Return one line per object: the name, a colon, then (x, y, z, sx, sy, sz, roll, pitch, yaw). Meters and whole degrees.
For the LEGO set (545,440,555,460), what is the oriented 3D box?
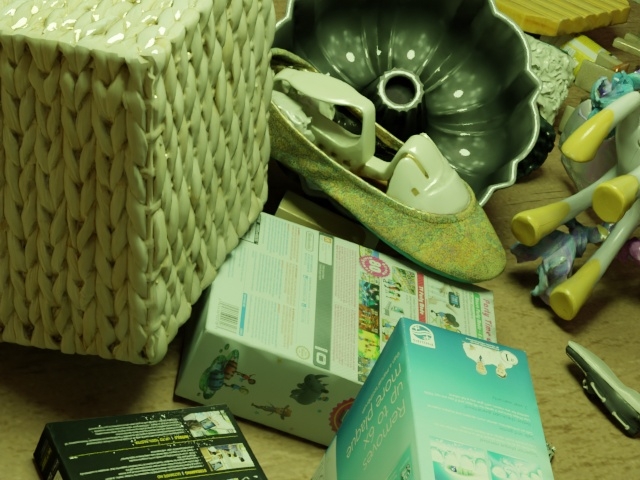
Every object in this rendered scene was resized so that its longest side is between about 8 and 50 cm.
LEGO set: (0.207, 0.207, 1.476, 0.083, 0.023, 0.054, -8, 47, -41)

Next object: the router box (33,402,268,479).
router box: (-0.134, 0.206, 1.224, 0.178, 0.046, 0.133, -2, 43, -35)

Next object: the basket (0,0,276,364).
basket: (-0.210, -0.108, 1.286, 0.266, 0.331, 0.328, 13, 35, 12)

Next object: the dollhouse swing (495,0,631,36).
dollhouse swing: (0.308, -0.501, 2.270, 0.305, 0.315, 0.346, 15, 21, 39)

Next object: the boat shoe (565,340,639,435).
boat shoe: (0.310, 0.161, 1.599, 0.125, 0.038, 0.046, 44, 18, 22)

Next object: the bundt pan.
bundt pan: (0.084, -0.153, 1.690, 0.330, 0.124, 0.331, 2, 74, -6)

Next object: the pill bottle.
pill bottle: (0.392, -0.284, 2.237, 0.116, 0.065, 0.065, 40, 35, 18)

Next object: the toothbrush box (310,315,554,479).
toothbrush box: (0.089, 0.245, 1.171, 0.126, 0.216, 0.296, 16, 36, -15)

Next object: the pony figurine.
pony figurine: (0.380, -0.068, 1.734, 0.303, 0.351, 0.363, 39, 55, 20)

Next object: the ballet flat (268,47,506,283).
ballet flat: (0.055, -0.085, 1.517, 0.348, 0.123, 0.123, 35, 34, 12)

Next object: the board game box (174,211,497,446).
board game box: (0.023, 0.099, 1.433, 0.303, 0.098, 0.224, 19, 34, -10)

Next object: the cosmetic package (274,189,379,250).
cosmetic package: (0.000, 0.000, 1.585, 0.115, 0.060, 0.041, 25, 33, 0)

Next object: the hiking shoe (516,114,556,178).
hiking shoe: (0.165, -0.160, 1.867, 0.304, 0.113, 0.132, 6, 39, -29)

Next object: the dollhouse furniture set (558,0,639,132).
dollhouse furniture set: (0.487, -0.256, 2.089, 0.135, 0.259, 0.262, 30, 33, 23)

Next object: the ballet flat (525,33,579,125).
ballet flat: (0.181, -0.249, 1.941, 0.408, 0.147, 0.147, 19, 33, -30)
